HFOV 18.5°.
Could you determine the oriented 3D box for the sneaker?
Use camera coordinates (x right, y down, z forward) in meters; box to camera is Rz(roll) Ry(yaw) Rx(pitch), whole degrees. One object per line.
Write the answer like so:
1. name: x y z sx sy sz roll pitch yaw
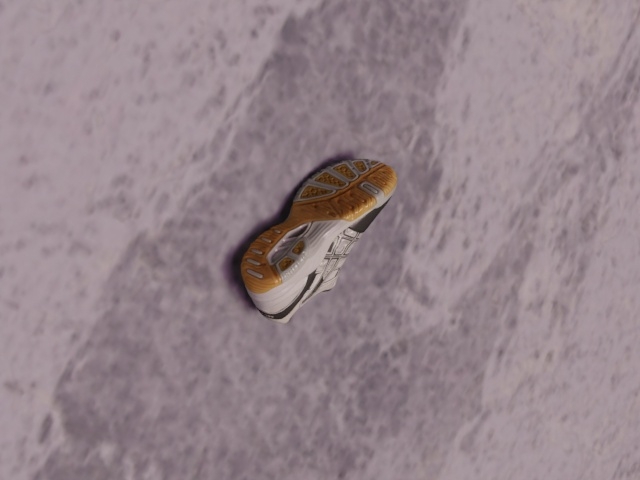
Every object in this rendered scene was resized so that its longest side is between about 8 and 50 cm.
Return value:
1. sneaker: 0.000 0.000 0.813 0.083 0.032 0.037 -41 142 -22
